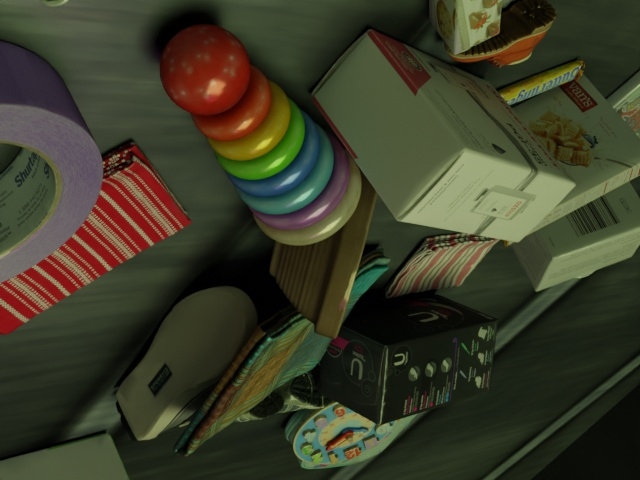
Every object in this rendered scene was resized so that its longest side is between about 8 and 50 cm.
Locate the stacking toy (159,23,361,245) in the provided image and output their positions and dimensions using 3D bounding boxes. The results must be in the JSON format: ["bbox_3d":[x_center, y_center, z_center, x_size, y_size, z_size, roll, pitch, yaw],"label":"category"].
[{"bbox_3d":[-0.070,-0.123,1.136,0.141,0.141,0.330,-33,146,4],"label":"stacking toy"}]

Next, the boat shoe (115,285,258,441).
[{"bbox_3d":[-0.161,0.169,1.538,0.158,0.127,0.340,-10,154,-48],"label":"boat shoe"}]

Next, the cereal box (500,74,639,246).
[{"bbox_3d":[0.316,-0.118,1.471,0.240,0.173,0.047,-28,152,-8],"label":"cereal box"}]

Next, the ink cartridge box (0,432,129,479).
[{"bbox_3d":[-0.444,0.447,1.694,0.198,0.115,0.273,-11,146,-35],"label":"ink cartridge box"}]

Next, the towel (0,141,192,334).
[{"bbox_3d":[-0.296,0.008,1.206,0.275,0.031,0.199,-31,154,-2],"label":"towel"}]

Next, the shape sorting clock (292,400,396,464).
[{"bbox_3d":[0.048,0.346,1.908,0.206,0.040,0.206,-16,143,-13],"label":"shape sorting clock"}]

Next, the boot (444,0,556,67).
[{"bbox_3d":[0.213,-0.239,1.290,0.158,0.059,0.084,-20,156,-24],"label":"boot"}]

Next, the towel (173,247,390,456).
[{"bbox_3d":[-0.047,0.161,1.544,0.271,0.040,0.370,-56,166,30],"label":"towel"}]

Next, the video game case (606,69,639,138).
[{"bbox_3d":[0.520,-0.219,1.673,0.201,0.023,0.183,-43,151,20],"label":"video game case"}]

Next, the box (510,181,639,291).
[{"bbox_3d":[0.385,-0.045,1.632,0.181,0.182,0.119,-18,154,-13],"label":"box"}]

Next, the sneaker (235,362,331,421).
[{"bbox_3d":[-0.089,0.247,1.773,0.122,0.110,0.283,-19,168,34],"label":"sneaker"}]

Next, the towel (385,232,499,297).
[{"bbox_3d":[0.214,0.043,1.791,0.197,0.029,0.144,-6,144,-40],"label":"towel"}]

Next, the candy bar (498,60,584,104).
[{"bbox_3d":[0.300,-0.216,1.459,0.161,0.018,0.040,-22,152,-17],"label":"candy bar"}]

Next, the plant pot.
[{"bbox_3d":[0.000,0.000,1.354,0.110,0.237,0.237,15,143,-1],"label":"plant pot"}]

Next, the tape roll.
[{"bbox_3d":[-0.348,-0.058,0.977,0.275,0.090,0.275,-25,152,-14],"label":"tape roll"}]

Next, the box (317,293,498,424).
[{"bbox_3d":[0.150,0.195,1.785,0.270,0.165,0.143,-9,109,-39],"label":"box"}]

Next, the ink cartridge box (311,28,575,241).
[{"bbox_3d":[0.153,-0.118,1.262,0.117,0.207,0.283,-47,150,24],"label":"ink cartridge box"}]

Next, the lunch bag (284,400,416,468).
[{"bbox_3d":[0.070,0.330,2.036,0.224,0.108,0.279,4,134,-40],"label":"lunch bag"}]

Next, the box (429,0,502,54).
[{"bbox_3d":[0.152,-0.322,1.076,0.063,0.067,0.324,-27,154,-9],"label":"box"}]

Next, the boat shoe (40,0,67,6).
[{"bbox_3d":[-0.174,-0.249,0.783,0.367,0.136,0.156,6,143,-40],"label":"boat shoe"}]
